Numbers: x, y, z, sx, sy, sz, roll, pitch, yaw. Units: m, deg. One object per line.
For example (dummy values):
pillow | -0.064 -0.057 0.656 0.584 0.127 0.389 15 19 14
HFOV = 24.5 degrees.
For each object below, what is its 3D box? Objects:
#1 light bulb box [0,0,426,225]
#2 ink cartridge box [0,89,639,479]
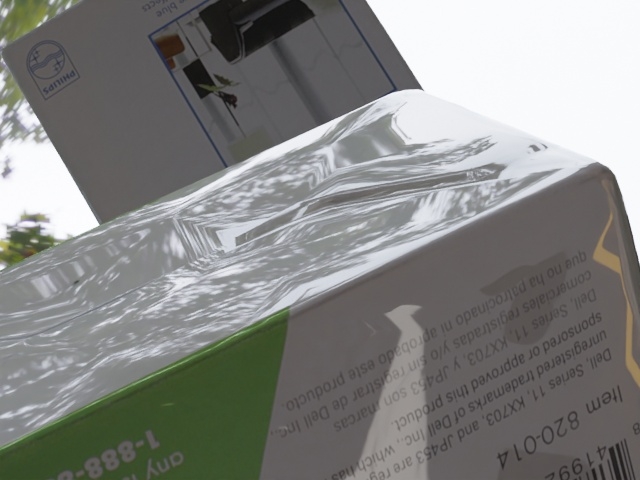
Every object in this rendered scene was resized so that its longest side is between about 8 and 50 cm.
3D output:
light bulb box | 0.000 0.000 1.062 0.225 0.358 0.361 -32 -103 2
ink cartridge box | 0.015 0.159 0.452 0.207 0.119 0.353 -25 -66 -17
